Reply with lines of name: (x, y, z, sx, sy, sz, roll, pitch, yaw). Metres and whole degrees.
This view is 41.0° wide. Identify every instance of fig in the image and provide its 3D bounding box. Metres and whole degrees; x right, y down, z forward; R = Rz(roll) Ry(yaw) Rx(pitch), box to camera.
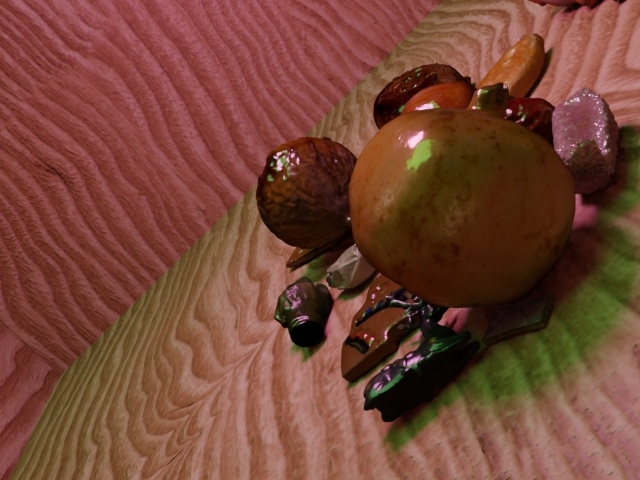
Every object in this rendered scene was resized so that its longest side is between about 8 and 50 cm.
fig: (0.033, -0.092, 2.055, 0.369, 0.286, 0.286, 26, 69, 39)

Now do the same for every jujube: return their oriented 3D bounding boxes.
jujube: (0.342, -0.151, 1.539, 0.230, 0.155, 0.155, -58, 17, -7)

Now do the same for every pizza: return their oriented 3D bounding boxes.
pizza: (0.416, -0.350, 1.990, 0.182, 0.074, 0.365, -19, 31, 56)

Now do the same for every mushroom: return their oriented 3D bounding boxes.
mushroom: (0.255, -0.344, 2.216, 0.278, 0.163, 0.297, -53, 30, -5)

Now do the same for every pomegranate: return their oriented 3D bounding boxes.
pomegranate: (0.208, -0.072, 1.281, 0.342, 0.342, 0.342, -42, 15, 14)

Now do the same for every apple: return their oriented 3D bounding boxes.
apple: (0.269, -0.226, 1.803, 0.188, 0.211, 0.211, -12, 29, 24)

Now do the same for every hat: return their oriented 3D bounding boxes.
hat: (0.092, 0.051, 1.852, 0.166, 0.081, 0.122, -33, -26, -9)

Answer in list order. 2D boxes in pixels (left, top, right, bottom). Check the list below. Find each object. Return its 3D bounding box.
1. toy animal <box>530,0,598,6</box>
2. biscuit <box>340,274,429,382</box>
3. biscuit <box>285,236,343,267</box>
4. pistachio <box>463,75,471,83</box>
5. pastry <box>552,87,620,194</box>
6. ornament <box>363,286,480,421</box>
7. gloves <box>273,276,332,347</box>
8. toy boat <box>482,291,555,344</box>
toy animal: (0.619, -0.654, 2.075, 0.195, 0.169, 0.281, -12, 16, -7)
biscuit: (0.126, 0.131, 1.567, 0.301, 0.043, 0.278, -54, 17, -27)
biscuit: (0.000, 0.000, 2.286, 0.231, 0.025, 0.131, -28, 23, 47)
pistachio: (0.359, -0.413, 2.355, 0.090, 0.049, 0.173, -24, 9, -12)
pastry: (0.429, -0.153, 1.383, 0.103, 0.112, 0.265, -22, 19, 31)
ornament: (0.135, 0.163, 1.356, 0.202, 0.080, 0.236, -38, 25, 9)
gloves: (-0.039, 0.146, 1.880, 0.135, 0.107, 0.268, -14, 14, -1)
toy boat: (0.285, 0.114, 1.235, 0.115, 0.016, 0.063, -28, 23, 48)
